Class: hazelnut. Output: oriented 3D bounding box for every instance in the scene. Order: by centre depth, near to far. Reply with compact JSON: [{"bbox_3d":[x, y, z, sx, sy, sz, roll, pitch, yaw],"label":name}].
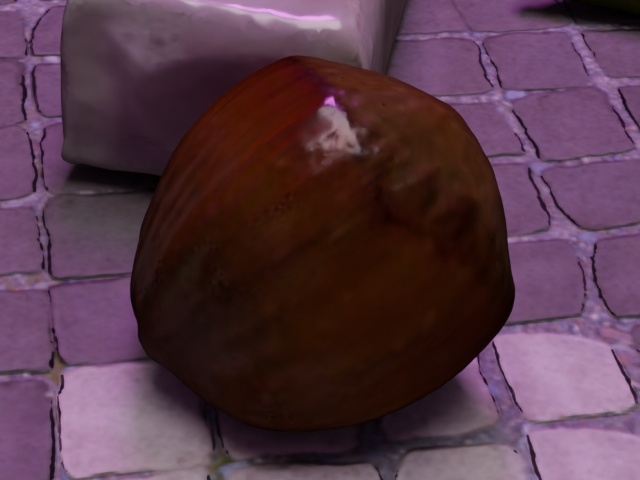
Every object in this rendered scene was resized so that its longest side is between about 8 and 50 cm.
[{"bbox_3d":[-0.004,-0.004,0.857,0.210,0.186,0.210,13,45,-13],"label":"hazelnut"}]

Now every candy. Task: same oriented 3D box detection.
[{"bbox_3d":[-0.045,-0.181,1.103,0.208,0.145,0.358,7,38,5],"label":"candy"}]

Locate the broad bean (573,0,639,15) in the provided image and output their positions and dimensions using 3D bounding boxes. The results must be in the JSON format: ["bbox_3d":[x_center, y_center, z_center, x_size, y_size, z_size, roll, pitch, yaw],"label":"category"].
[{"bbox_3d":[0.257,-0.198,1.222,0.214,0.048,0.070,8,26,-3],"label":"broad bean"}]
